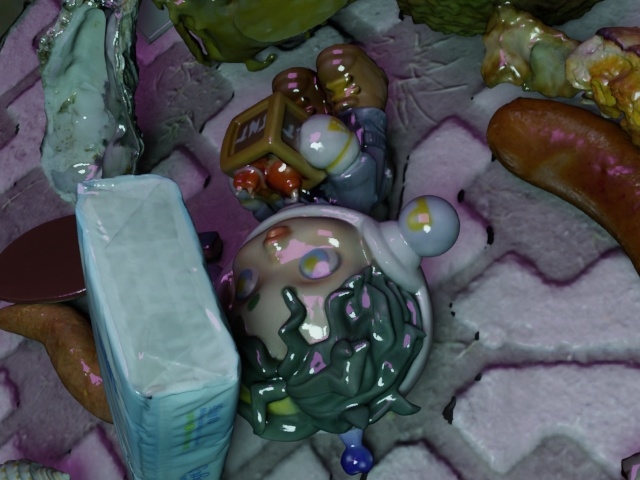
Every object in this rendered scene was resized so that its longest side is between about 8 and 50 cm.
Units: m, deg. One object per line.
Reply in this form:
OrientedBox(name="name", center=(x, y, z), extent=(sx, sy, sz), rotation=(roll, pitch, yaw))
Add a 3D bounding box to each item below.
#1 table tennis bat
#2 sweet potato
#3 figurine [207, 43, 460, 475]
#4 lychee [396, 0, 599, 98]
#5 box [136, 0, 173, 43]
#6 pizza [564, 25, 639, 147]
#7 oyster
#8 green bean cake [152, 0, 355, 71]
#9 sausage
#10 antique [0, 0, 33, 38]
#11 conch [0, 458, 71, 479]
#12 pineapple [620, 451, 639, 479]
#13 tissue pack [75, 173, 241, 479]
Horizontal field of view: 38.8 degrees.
OrientedBox(name="table tennis bat", center=(-0.237, 0.014, 0.989), extent=(0.274, 0.021, 0.154), rotation=(-4, 37, 18))
OrientedBox(name="sweet potato", center=(-0.246, 0.118, 0.928), extent=(0.281, 0.059, 0.067), rotation=(31, 89, 38))
OrientedBox(name="figurine", center=(0.001, -0.002, 0.786), extent=(0.261, 0.186, 0.382), rotation=(-29, 50, 41))
OrientedBox(name="lychee", center=(0.168, -0.305, 0.849), extent=(0.270, 0.270, 0.320), rotation=(16, 112, 34))
OrientedBox(name="box", center=(-0.241, -0.375, 1.126), extent=(0.129, 0.225, 0.086), rotation=(-39, 51, 0))
OrientedBox(name="pizza", center=(0.338, -0.094, 0.713), extent=(0.305, 0.085, 0.161), rotation=(23, 36, 18))
OrientedBox(name="oyster", center=(-0.257, -0.152, 1.008), extent=(0.199, 0.252, 0.087), rotation=(-4, 16, 37))
OrientedBox(name="green bean cake", center=(-0.061, -0.339, 0.977), extent=(0.310, 0.285, 0.202), rotation=(-33, 56, 7))
OrientedBox(name="sausage", center=(0.249, -0.028, 0.751), extent=(0.103, 0.076, 0.302), rotation=(-33, 51, 1))
OrientedBox(name="antique", center=(-0.547, -0.317, 1.314), extent=(0.284, 0.125, 0.150), rotation=(-48, 53, -6))
OrientedBox(name="conch", center=(-0.266, 0.272, 0.816), extent=(0.135, 0.102, 0.153), rotation=(45, 120, 28))
OrientedBox(name="pineapple", center=(0.289, 0.207, 0.584), extent=(0.225, 0.076, 0.224), rotation=(-15, 52, 20))
OrientedBox(name="tissue pack", center=(-0.126, 0.091, 0.708), extent=(0.089, 0.263, 0.177), rotation=(-14, 60, -16))
